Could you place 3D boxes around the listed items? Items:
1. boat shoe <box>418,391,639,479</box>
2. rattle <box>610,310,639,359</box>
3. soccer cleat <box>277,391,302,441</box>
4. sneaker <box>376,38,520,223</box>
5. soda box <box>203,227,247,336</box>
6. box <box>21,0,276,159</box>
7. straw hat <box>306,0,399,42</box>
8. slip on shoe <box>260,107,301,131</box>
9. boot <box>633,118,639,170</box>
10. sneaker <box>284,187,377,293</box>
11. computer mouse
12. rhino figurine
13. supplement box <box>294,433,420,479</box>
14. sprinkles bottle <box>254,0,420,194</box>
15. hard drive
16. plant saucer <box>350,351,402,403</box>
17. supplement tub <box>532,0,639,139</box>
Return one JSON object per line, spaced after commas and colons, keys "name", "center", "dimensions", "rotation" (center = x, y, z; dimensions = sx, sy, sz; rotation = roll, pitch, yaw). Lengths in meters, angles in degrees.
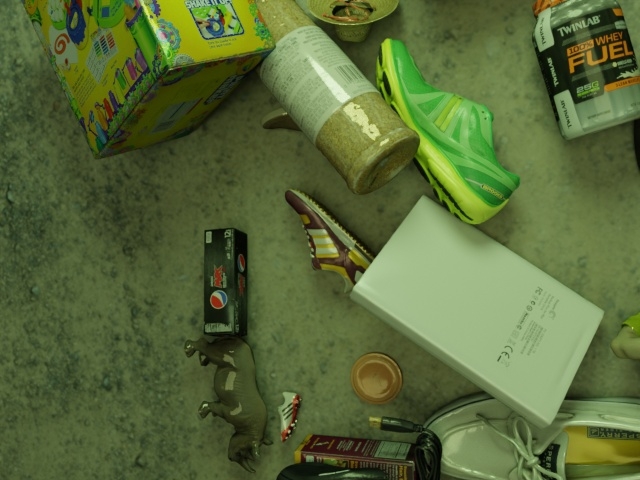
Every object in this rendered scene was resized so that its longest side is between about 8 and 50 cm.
{"name": "boat shoe", "center": [0.316, 0.299, 0.945], "dimensions": [0.368, 0.156, 0.135], "rotation": [-3, 95, 15]}
{"name": "rattle", "center": [0.493, 0.142, 0.869], "dimensions": [0.200, 0.130, 0.142], "rotation": [-29, 75, 51]}
{"name": "soccer cleat", "center": [-0.056, 0.288, 1.109], "dimensions": [0.036, 0.029, 0.083], "rotation": [17, 96, 21]}
{"name": "sneaker", "center": [0.178, -0.165, 0.976], "dimensions": [0.124, 0.109, 0.295], "rotation": [-31, 85, -7]}
{"name": "soda box", "center": [-0.150, 0.067, 1.073], "dimensions": [0.053, 0.060, 0.168], "rotation": [-4, 78, 15]}
{"name": "box", "center": [-0.256, -0.311, 0.954], "dimensions": [0.290, 0.177, 0.279], "rotation": [-26, 89, 51]}
{"name": "straw hat", "center": [0.047, -0.325, 0.993], "dimensions": [0.145, 0.144, 0.061], "rotation": [9, 136, 14]}
{"name": "slip on shoe", "center": [-0.026, -0.185, 1.042], "dimensions": [0.136, 0.051, 0.041], "rotation": [-11, 86, 8]}
{"name": "boot", "center": [0.517, -0.091, 0.902], "dimensions": [0.115, 0.112, 0.305], "rotation": [-17, 86, -15]}
{"name": "sneaker", "center": [0.000, 0.000, 1.042], "dimensions": [0.185, 0.069, 0.084], "rotation": [43, 99, 8]}
{"name": "computer mouse", "center": [0.053, 0.346, 0.983], "dimensions": [0.262, 0.060, 0.183], "rotation": [3, 97, 14]}
{"name": "rhino figurine", "center": [-0.140, 0.268, 1.105], "dimensions": [0.107, 0.073, 0.243], "rotation": [-13, 94, 18]}
{"name": "supplement box", "center": [0.059, 0.373, 1.058], "dimensions": [0.188, 0.081, 0.104], "rotation": [1, 95, 15]}
{"name": "sprinkles bottle", "center": [-0.013, -0.229, 0.959], "dimensions": [0.121, 0.121, 0.355], "rotation": [-43, 71, 14]}
{"name": "hard drive", "center": [0.222, 0.090, 0.948], "dimensions": [0.308, 0.040, 0.203], "rotation": [34, 60, 9]}
{"name": "plant saucer", "center": [0.088, 0.219, 1.070], "dimensions": [0.084, 0.013, 0.083], "rotation": [2, 97, 14]}
{"name": "supplement tub", "center": [0.355, -0.240, 0.902], "dimensions": [0.117, 0.117, 0.190], "rotation": [-18, 91, 16]}
